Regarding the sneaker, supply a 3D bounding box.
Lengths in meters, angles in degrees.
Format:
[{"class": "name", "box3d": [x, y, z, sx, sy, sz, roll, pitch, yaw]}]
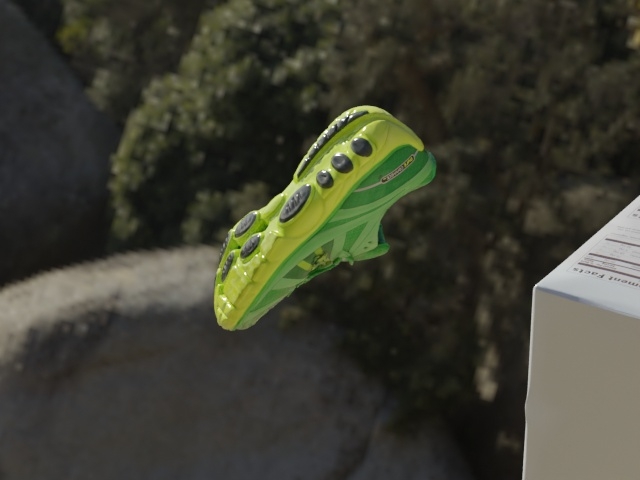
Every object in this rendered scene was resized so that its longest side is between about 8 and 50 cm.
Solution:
[{"class": "sneaker", "box3d": [0.000, 0.000, 1.720, 0.123, 0.109, 0.295, 27, -54, -28]}]

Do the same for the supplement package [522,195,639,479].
[{"class": "supplement package", "box3d": [0.296, 0.092, 1.310, 0.198, 0.199, 0.263, 16, 31, 29]}]
